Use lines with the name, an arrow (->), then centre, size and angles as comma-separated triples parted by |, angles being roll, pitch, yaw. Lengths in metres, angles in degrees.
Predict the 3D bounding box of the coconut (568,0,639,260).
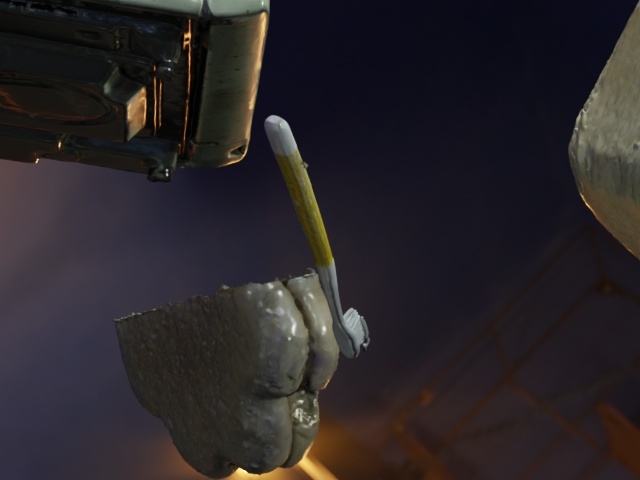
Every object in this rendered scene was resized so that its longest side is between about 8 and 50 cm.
coconut -> 0.438, -0.136, 1.805 | 0.344, 0.415, 0.415 | 47, -12, -34

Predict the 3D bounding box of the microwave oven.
microwave oven -> -0.188, -0.208, 1.486 | 0.333, 0.247, 0.394 | 7, -13, -3

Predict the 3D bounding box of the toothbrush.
toothbrush -> 0.000, 0.000, 1.511 | 0.021, 0.024, 0.288 | 25, -28, 31

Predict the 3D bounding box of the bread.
bread -> -0.081, 0.129, 1.858 | 0.337, 0.102, 0.183 | -15, -87, 60
